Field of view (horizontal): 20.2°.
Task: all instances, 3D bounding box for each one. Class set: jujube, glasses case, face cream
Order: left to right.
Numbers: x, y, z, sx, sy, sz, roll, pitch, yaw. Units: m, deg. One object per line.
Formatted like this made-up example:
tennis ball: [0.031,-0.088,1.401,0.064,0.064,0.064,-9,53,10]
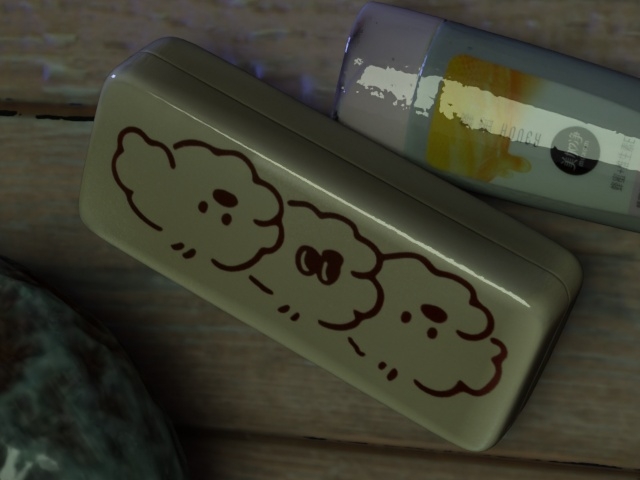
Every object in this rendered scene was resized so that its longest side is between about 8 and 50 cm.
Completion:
jujube: [-0.240,0.140,1.225,0.246,0.215,0.308,-29,68,-20]
glasses case: [0.000,0.000,1.195,0.336,0.076,0.144,29,130,14]
face cream: [0.140,-0.073,1.179,0.269,0.073,0.107,18,100,16]
